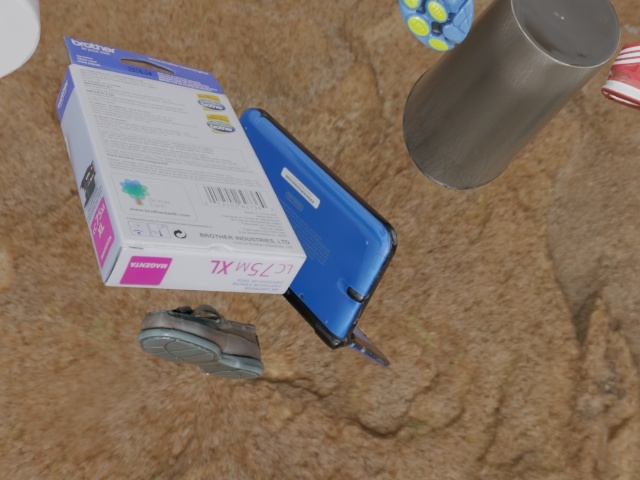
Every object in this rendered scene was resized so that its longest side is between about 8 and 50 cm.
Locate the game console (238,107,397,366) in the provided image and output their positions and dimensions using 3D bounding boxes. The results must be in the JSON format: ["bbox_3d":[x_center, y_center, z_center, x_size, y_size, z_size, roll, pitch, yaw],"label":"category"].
[{"bbox_3d":[0.000,0.000,1.084,0.173,0.250,0.293,-9,44,-46],"label":"game console"}]

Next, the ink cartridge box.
[{"bbox_3d":[-0.153,-0.079,0.826,0.186,0.065,0.311,6,44,-35],"label":"ink cartridge box"}]

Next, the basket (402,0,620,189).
[{"bbox_3d":[0.213,-0.189,0.923,0.154,0.227,0.204,35,62,-3],"label":"basket"}]

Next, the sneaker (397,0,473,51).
[{"bbox_3d":[0.084,-0.261,0.746,0.067,0.078,0.188,-27,109,23],"label":"sneaker"}]

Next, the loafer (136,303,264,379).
[{"bbox_3d":[-0.159,0.126,1.113,0.096,0.267,0.084,-7,68,20],"label":"loafer"}]

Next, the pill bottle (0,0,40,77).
[{"bbox_3d":[-0.182,-0.205,0.369,0.146,0.146,0.264,-8,72,-9],"label":"pill bottle"}]

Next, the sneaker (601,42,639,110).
[{"bbox_3d":[0.605,-0.272,1.404,0.221,0.087,0.128,20,94,-7],"label":"sneaker"}]
